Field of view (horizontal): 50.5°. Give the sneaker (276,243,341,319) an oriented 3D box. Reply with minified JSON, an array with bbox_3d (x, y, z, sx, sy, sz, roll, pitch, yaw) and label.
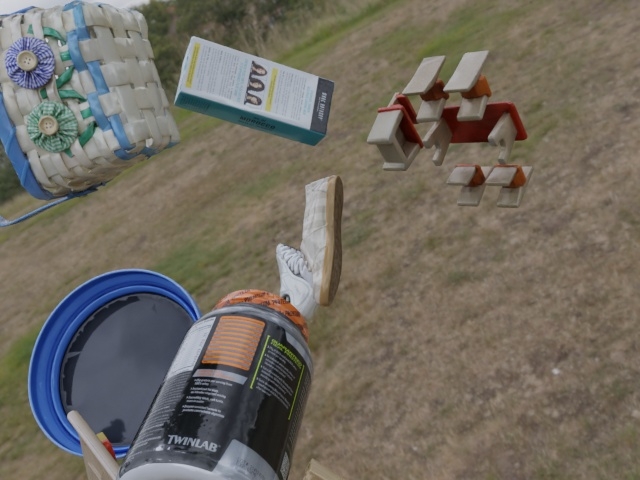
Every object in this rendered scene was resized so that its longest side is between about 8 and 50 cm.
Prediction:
[{"bbox_3d":[-0.049,0.081,1.421,0.292,0.110,0.118,-144,75,-76],"label":"sneaker"}]

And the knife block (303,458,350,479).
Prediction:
[{"bbox_3d":[0.111,0.535,1.287,0.242,0.276,0.088,-15,-4,0],"label":"knife block"}]

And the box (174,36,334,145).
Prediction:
[{"bbox_3d":[-0.104,-0.238,1.101,0.060,0.244,0.101,151,131,-66],"label":"box"}]

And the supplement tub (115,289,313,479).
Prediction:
[{"bbox_3d":[-0.118,0.220,0.884,0.193,0.194,0.316,-19,29,25],"label":"supplement tub"}]

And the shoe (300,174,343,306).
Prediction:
[{"bbox_3d":[0.000,0.000,1.041,0.058,0.076,0.219,-2,62,12],"label":"shoe"}]

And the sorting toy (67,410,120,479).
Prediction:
[{"bbox_3d":[-0.317,0.381,1.049,0.038,0.208,0.193,-27,41,-32],"label":"sorting toy"}]

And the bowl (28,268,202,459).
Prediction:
[{"bbox_3d":[-0.406,0.252,1.393,0.391,0.077,0.391,-6,65,13],"label":"bowl"}]

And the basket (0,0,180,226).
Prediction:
[{"bbox_3d":[-0.347,-0.171,0.855,0.288,0.255,0.201,-16,8,23],"label":"basket"}]

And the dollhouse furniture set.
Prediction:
[{"bbox_3d":[0.220,-0.195,1.157,0.259,0.262,0.135,5,53,40],"label":"dollhouse furniture set"}]
